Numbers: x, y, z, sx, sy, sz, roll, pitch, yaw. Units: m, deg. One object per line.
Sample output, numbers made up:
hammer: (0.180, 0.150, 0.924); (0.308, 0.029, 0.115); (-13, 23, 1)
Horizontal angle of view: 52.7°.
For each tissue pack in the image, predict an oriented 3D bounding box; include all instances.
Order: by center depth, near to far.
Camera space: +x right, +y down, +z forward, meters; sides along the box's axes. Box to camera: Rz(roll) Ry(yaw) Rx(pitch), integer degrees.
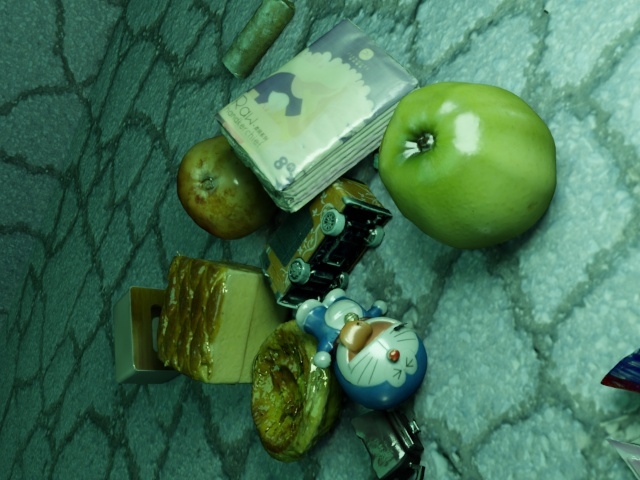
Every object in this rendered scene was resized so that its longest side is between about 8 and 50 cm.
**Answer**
tissue pack: (-0.005, -0.245, 1.253); (0.343, 0.125, 0.242); (-37, 63, -6)
tissue pack: (-0.494, 0.274, 1.850); (0.136, 0.159, 0.246); (-35, 56, 42)

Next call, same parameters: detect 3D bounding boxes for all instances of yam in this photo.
yam: (-0.162, -0.541, 1.698); (0.259, 0.093, 0.093); (-43, 51, 35)

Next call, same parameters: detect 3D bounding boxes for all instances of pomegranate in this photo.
pomegranate: (-0.213, -0.134, 1.561); (0.229, 0.270, 0.252); (-29, 89, 14)

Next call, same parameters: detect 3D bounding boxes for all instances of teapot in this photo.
teapot: (0.132, 0.351, 1.138); (0.096, 0.087, 0.177); (-38, 51, 10)

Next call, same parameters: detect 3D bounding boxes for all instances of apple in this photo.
apple: (0.230, -0.118, 1.007); (0.279, 0.279, 0.279); (-15, 69, 48)

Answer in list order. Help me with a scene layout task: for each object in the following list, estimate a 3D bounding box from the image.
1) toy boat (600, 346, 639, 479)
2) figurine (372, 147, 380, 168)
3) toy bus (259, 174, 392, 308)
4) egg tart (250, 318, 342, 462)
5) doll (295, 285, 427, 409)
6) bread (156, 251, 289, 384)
toy boat: (0.455, 0.277, 0.774); (0.219, 0.072, 0.318); (-23, 67, 49)
figurine: (0.139, -0.147, 1.276); (0.060, 0.047, 0.106); (-27, 45, 3)
toy bus: (0.000, 0.000, 1.334); (0.275, 0.138, 0.167); (-56, 43, 23)
egg tart: (-0.043, 0.304, 1.319); (0.290, 0.115, 0.290); (-21, 64, 54)
doll: (0.077, 0.181, 1.163); (0.257, 0.215, 0.161); (37, 142, 34)
bread: (-0.233, 0.184, 1.516); (0.279, 0.207, 0.279); (14, 91, 50)
